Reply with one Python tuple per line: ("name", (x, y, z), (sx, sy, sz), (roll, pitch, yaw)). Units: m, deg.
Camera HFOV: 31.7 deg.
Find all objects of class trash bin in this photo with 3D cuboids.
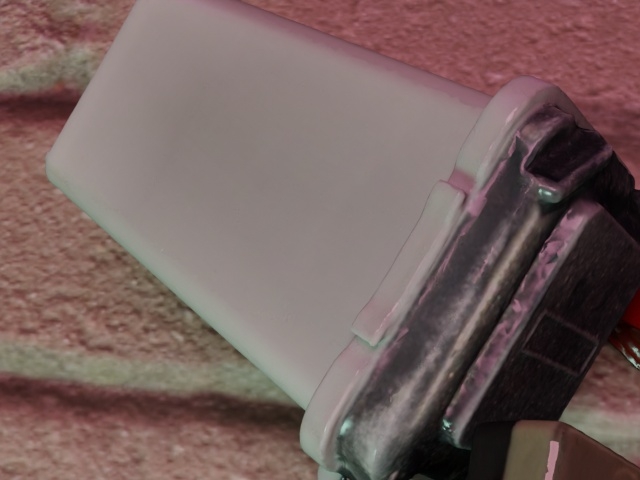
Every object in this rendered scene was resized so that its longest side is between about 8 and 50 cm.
("trash bin", (0.000, 0.000, 0.768), (0.368, 0.256, 0.296), (32, 95, 30))

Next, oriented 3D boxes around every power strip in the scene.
("power strip", (0.171, 0.189, 0.648), (0.070, 0.257, 0.105), (-12, 56, 45))

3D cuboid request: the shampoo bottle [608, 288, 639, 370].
("shampoo bottle", (0.343, -0.014, 0.811), (0.314, 0.076, 0.118), (-44, 53, -13))
